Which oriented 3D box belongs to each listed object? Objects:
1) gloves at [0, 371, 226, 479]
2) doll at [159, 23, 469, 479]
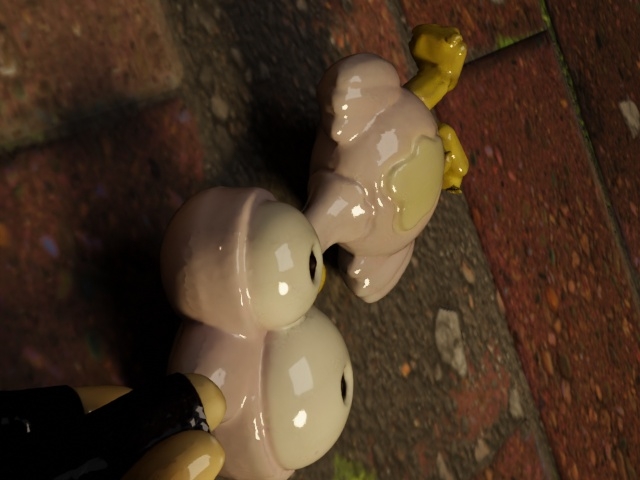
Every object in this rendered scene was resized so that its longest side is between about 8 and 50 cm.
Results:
[{"bbox_3d":[-0.152,0.081,0.462,0.301,0.152,0.197,-7,71,-51],"label":"gloves"},{"bbox_3d":[-0.001,0.000,0.738,0.365,0.094,0.160,-56,146,-53],"label":"doll"}]
